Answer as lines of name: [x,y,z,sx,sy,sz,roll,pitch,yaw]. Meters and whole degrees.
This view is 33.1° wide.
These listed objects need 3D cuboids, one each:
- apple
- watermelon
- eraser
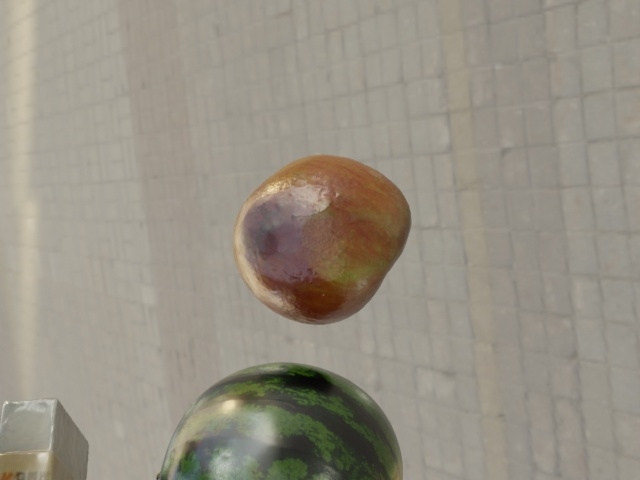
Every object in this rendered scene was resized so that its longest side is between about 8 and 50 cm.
apple: [0.000,0.000,1.182,0.173,0.160,0.195,37,105,18]
watermelon: [-0.042,0.251,1.110,0.269,0.269,0.269,28,122,59]
eraser: [-0.318,0.356,1.183,0.144,0.078,0.343,80,-174,-56]
